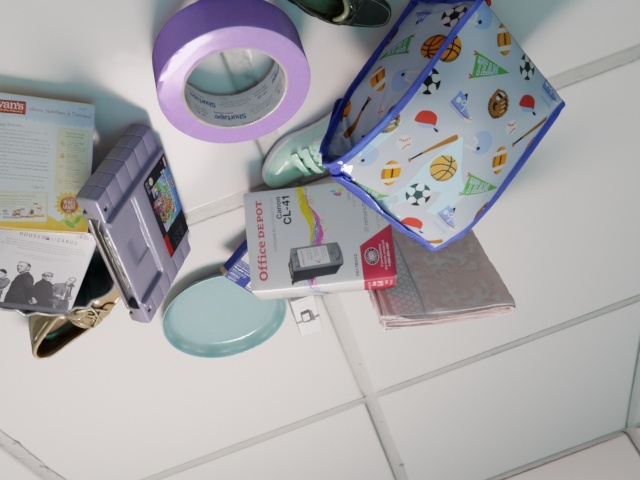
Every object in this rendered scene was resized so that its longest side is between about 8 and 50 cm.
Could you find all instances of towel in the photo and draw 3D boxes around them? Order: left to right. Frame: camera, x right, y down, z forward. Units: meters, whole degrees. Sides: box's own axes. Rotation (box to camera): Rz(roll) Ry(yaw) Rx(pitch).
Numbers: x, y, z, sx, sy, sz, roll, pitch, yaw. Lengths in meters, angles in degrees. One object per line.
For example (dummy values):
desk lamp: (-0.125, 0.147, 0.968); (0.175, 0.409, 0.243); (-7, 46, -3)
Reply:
towel: (0.248, 0.056, 1.609); (0.317, 0.331, 0.053); (-6, 135, -14)

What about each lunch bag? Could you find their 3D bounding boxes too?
lunch bag: (0.212, -0.211, 1.305); (0.328, 0.239, 0.385); (35, 87, -32)

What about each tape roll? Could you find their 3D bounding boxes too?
tape roll: (-0.160, -0.301, 1.245); (0.275, 0.090, 0.274); (-11, 146, -7)

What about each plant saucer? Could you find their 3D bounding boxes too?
plant saucer: (-0.245, 0.186, 1.763); (0.318, 0.043, 0.317); (-10, 135, -10)

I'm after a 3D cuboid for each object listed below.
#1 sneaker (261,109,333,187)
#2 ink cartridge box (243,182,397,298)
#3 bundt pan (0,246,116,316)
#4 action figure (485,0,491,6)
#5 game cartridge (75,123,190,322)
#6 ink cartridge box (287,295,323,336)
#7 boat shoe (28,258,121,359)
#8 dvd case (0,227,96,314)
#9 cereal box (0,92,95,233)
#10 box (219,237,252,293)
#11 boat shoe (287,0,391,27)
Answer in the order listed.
sneaker: (-0.009, -0.163, 1.427); (0.256, 0.151, 0.094); (-34, 136, 16)
ink cartridge box: (0.000, 0.000, 1.480); (0.306, 0.226, 0.131); (-6, 168, 1)
bundt pan: (-0.564, 0.002, 1.406); (0.331, 0.124, 0.330); (-11, 136, -10)
action figure: (0.211, -0.511, 1.223); (0.091, 0.139, 0.280); (-37, 156, 13)
game cartridge: (-0.356, -0.029, 1.386); (0.068, 0.230, 0.355); (12, 139, 18)
ink cartridge box: (-0.048, 0.155, 1.755); (0.063, 0.109, 0.150); (-20, 137, -6)
boat shoe: (-0.531, 0.154, 1.577); (0.341, 0.110, 0.122); (-38, 134, 18)
dvd case: (-0.551, 0.049, 1.347); (0.179, 0.029, 0.238); (12, 127, -29)
cereal box: (-0.502, -0.136, 1.241); (0.173, 0.240, 0.047); (5, 176, -24)
box: (-0.115, 0.022, 1.627); (0.225, 0.036, 0.136); (-47, 132, 5)
boat shoe: (0.033, -0.421, 1.243); (0.224, 0.073, 0.080); (9, 129, -27)
